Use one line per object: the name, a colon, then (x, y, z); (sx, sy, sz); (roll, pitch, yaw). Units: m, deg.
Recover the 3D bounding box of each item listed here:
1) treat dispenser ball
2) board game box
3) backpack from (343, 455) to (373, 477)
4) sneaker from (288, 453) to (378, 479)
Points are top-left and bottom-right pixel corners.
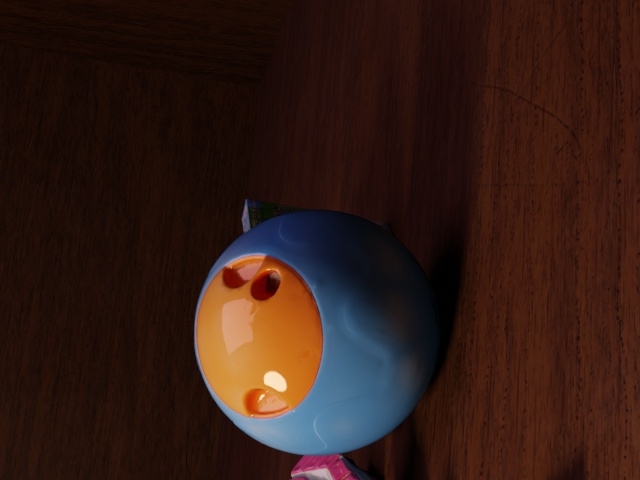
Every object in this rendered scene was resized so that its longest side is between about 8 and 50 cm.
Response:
treat dispenser ball: (-0.004, 0.107, 1.676); (0.288, 0.288, 0.288); (-171, 90, -81)
board game box: (0.000, 0.000, 2.000); (0.160, 0.212, 0.039); (-105, 26, -68)
backpack: (0.008, 0.384, 1.897); (0.152, 0.115, 0.182); (-153, 69, -78)
sneaker: (0.062, 0.339, 1.683); (0.103, 0.111, 0.252); (-47, 37, 9)
